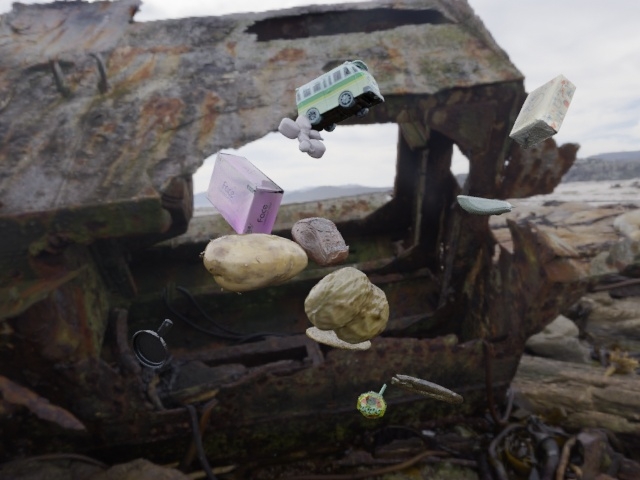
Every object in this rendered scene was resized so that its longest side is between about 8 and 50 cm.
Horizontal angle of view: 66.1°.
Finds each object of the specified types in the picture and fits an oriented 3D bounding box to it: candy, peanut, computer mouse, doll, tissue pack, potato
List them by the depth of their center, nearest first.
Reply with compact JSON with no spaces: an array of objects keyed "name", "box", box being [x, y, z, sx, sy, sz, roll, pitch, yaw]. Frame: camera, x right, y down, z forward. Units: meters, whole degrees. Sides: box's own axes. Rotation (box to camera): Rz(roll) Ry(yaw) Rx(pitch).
[{"name":"potato","box":[-0.138,0.049,1.039,0.161,0.128,0.234,-2,-2,31]},{"name":"peanut","box":[0.078,0.179,1.303,0.233,0.196,0.110,37,18,-31]},{"name":"tissue pack","box":[-0.213,-0.123,1.340,0.092,0.149,0.246,1,28,-39]},{"name":"doll","box":[-0.047,-0.317,1.522,0.160,0.059,0.161,42,33,9]},{"name":"computer mouse","box":[0.521,-0.104,1.556,0.181,0.056,0.089,10,8,20]},{"name":"tissue pack","box":[0.702,-0.404,1.556,0.092,0.196,0.148,33,-20,-11]},{"name":"candy","box":[0.189,0.525,1.662,0.091,0.083,0.305,18,3,15]}]

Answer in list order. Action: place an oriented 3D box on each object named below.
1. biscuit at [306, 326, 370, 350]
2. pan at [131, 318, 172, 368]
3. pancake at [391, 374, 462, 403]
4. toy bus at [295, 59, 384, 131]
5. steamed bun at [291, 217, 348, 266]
[{"name":"biscuit","box":[0.060,0.320,1.612,0.219,0.033,0.220,11,2,0]},{"name":"pan","box":[-0.517,0.316,1.554,0.235,0.136,0.028,-47,-2,31]},{"name":"pancake","box":[0.362,0.521,1.732,0.286,0.033,0.288,29,-20,-32]},{"name":"toy bus","box":[0.055,-0.480,1.643,0.276,0.165,0.133,-20,-13,26]},{"name":"steamed bun","box":[0.000,0.000,1.498,0.175,0.106,0.144,49,23,23]}]
